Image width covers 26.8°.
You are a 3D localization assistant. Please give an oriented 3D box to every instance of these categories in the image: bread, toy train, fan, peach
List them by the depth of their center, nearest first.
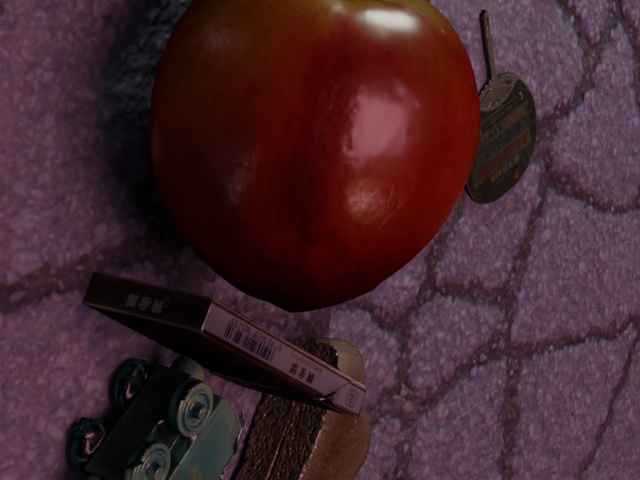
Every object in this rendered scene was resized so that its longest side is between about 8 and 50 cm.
[{"bbox_3d":[-0.012,-0.107,1.465,0.388,0.388,0.388,-17,112,-50],"label":"peach"},{"bbox_3d":[-0.185,0.238,1.528,0.203,0.112,0.163,-54,143,-29],"label":"toy train"},{"bbox_3d":[-0.016,0.298,1.768,0.183,0.102,0.337,35,72,-51],"label":"bread"},{"bbox_3d":[0.264,-0.180,2.096,0.223,0.012,0.294,-61,140,-21],"label":"fan"}]

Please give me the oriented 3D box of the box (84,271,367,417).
[{"bbox_3d":[-0.101,0.124,1.546,0.325,0.180,0.047,37,69,-50],"label":"box"}]
